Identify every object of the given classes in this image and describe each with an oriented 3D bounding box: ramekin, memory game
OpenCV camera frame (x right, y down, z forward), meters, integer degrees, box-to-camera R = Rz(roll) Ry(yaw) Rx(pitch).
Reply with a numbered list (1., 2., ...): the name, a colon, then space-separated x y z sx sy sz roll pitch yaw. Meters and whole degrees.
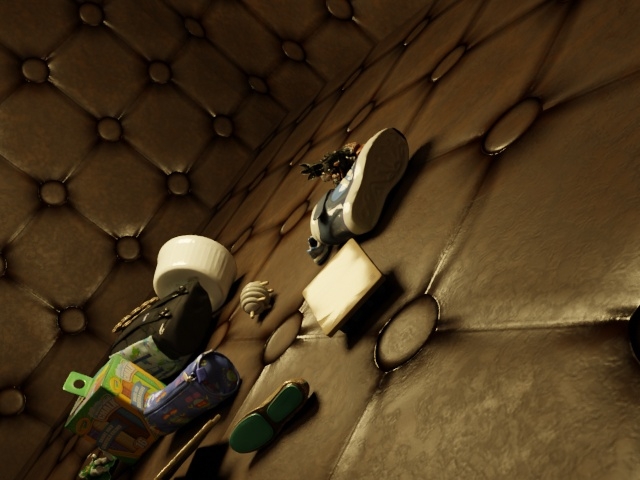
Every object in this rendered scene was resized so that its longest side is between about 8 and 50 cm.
1. ramekin: -0.431 0.129 2.113 0.277 0.277 0.135 -39 28 33
2. memory game: -0.616 0.249 2.074 0.186 0.012 0.186 -39 -2 -1

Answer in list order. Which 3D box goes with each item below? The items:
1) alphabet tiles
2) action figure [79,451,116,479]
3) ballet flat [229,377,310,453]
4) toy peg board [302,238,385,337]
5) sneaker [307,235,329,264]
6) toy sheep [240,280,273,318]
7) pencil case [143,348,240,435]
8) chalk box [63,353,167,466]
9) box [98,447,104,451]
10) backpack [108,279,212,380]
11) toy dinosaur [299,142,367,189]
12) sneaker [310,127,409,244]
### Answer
1. alphabet tiles: -0.337 0.506 1.275 0.342 0.011 0.285 -42 -10 -50
2. action figure: -0.702 0.714 1.930 0.232 0.063 0.137 -39 24 44
3. ballet flat: -0.091 0.336 1.194 0.206 0.073 0.067 -41 -8 19
4. toy peg board: 0.064 0.107 1.266 0.161 0.079 0.161 -48 33 8
5. sneaker: 0.000 0.000 1.643 0.052 0.058 0.135 -37 21 37
6. toy sheep: -0.179 0.162 1.717 0.091 0.091 0.132 -40 25 30
7. pencil case: -0.332 0.387 1.557 0.306 0.133 0.119 -39 54 35
8. chalk box: -0.583 0.460 1.759 0.179 0.289 0.180 -46 18 13
9. box: -0.646 0.581 2.070 0.220 0.051 0.175 -52 17 -4
10. backpack: -0.525 0.324 2.014 0.355 0.273 0.290 -18 28 24
11. toy dinosaur: 0.071 -0.223 1.801 0.218 0.164 0.322 -41 -10 -25
12. sneaker: 0.079 -0.132 1.593 0.236 0.130 0.323 -16 43 54
